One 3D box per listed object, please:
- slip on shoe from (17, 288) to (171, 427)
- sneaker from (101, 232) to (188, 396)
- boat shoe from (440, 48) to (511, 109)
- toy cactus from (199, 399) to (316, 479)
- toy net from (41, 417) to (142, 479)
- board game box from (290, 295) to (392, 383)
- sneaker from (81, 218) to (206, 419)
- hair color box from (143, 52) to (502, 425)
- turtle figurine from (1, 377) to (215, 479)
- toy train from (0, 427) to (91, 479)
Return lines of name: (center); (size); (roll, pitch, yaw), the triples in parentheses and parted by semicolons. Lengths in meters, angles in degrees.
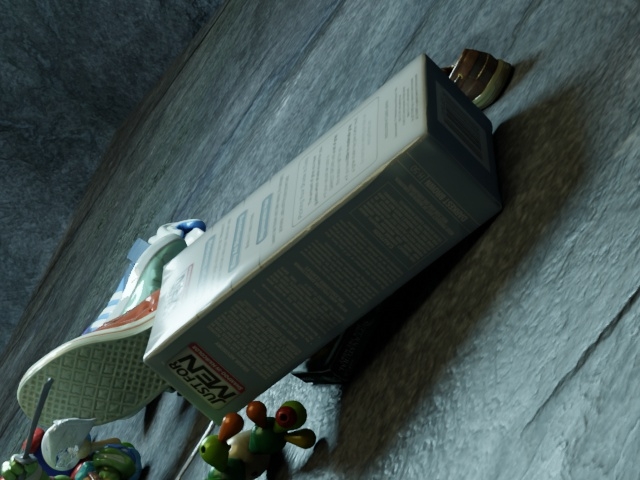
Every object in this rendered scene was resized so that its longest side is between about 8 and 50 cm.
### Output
slip on shoe: (-0.233, 0.138, 2.198); (0.331, 0.123, 0.101); (-30, 17, 1)
sneaker: (-0.198, 0.106, 2.332); (0.094, 0.151, 0.256); (84, -154, -49)
boat shoe: (0.136, -0.159, 1.846); (0.178, 0.060, 0.064); (-35, 27, 58)
toy cactus: (-0.076, 0.232, 1.724); (0.219, 0.112, 0.180); (-57, -5, 16)
toy net: (-0.306, 0.283, 2.181); (0.122, 0.232, 0.045); (-43, 55, -6)
board game box: (0.040, 0.062, 1.781); (0.186, 0.026, 0.126); (-62, 14, -13)
sneaker: (-0.240, 0.088, 2.472); (0.236, 0.130, 0.323); (-57, 8, 25)
hair color box: (0.000, 0.000, 1.709); (0.374, 0.113, 0.185); (-38, 21, 21)
turtle figurine: (-0.288, 0.323, 2.013); (0.274, 0.198, 0.266); (-45, 23, 55)
toy train: (-0.437, 0.383, 2.616); (0.248, 0.105, 0.143); (-56, 4, 12)
